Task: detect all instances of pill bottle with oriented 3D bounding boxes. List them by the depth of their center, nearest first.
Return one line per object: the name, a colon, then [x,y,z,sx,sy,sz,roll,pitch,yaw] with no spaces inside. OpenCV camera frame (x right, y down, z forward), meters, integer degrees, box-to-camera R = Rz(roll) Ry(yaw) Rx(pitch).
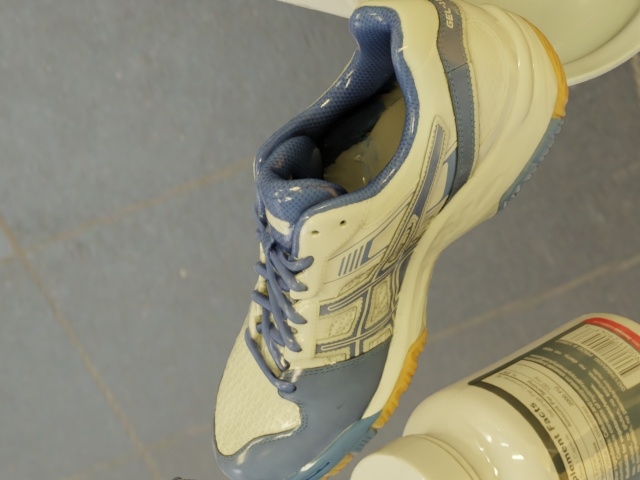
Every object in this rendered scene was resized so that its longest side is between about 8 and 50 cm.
pill bottle: [0.106,0.116,1.018,0.180,0.108,0.108,-23,145,-37]

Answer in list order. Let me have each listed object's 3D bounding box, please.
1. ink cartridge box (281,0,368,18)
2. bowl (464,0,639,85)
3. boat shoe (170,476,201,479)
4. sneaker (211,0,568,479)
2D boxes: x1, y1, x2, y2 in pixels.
ink cartridge box: [-0.114,-0.304,1.116,0.166,0.395,0.285,-52,132,-16]
bowl: [0.138,-0.242,1.498,0.298,0.297,0.134,-14,169,-7]
boat shoe: [-0.088,0.134,0.805,0.073,0.223,0.080,31,101,1]
sneaker: [0.000,0.000,0.993,0.131,0.112,0.296,12,112,-44]
